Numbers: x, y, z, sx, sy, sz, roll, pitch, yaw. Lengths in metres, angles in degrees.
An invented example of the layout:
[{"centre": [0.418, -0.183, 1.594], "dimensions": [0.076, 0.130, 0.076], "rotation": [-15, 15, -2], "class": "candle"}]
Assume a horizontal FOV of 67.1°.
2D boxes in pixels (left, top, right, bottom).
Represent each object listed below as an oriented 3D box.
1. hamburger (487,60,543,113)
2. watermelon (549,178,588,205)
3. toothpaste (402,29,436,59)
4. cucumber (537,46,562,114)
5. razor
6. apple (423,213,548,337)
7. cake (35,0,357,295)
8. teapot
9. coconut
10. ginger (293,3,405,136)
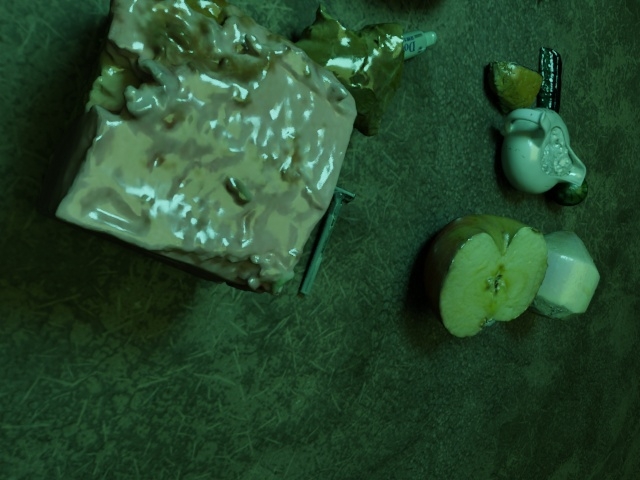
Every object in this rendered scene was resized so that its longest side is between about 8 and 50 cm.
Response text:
[{"centre": [0.464, -0.357, 1.140], "dimensions": [0.175, 0.087, 0.102], "rotation": [2, 96, -39], "class": "hamburger"}, {"centre": [0.691, -0.141, 1.346], "dimensions": [0.108, 0.109, 0.109], "rotation": [-8, 104, -35], "class": "watermelon"}, {"centre": [0.130, -0.361, 0.927], "dimensions": [0.255, 0.037, 0.067], "rotation": [-26, 119, -25], "class": "toothpaste"}, {"centre": [0.605, -0.390, 1.267], "dimensions": [0.070, 0.046, 0.220], "rotation": [-11, 105, -43], "class": "cucumber"}, {"centre": [0.004, 0.002, 0.905], "dimensions": [0.084, 0.035, 0.212], "rotation": [18, 88, -35], "class": "razor"}, {"centre": [0.344, 0.063, 1.090], "dimensions": [0.292, 0.163, 0.252], "rotation": [-5, 113, -22], "class": "apple"}, {"centre": [-0.158, -0.117, 0.607], "dimensions": [0.314, 0.293, 0.307], "rotation": [26, 81, -30], "class": "cake"}, {"centre": [0.532, -0.224, 1.180], "dimensions": [0.299, 0.165, 0.209], "rotation": [29, 94, -47], "class": "teapot"}, {"centre": [0.606, 0.084, 1.264], "dimensions": [0.224, 0.224, 0.234], "rotation": [10, 95, -37], "class": "coconut"}, {"centre": [0.011, -0.274, 0.808], "dimensions": [0.269, 0.123, 0.219], "rotation": [-4, 119, -17], "class": "ginger"}]
